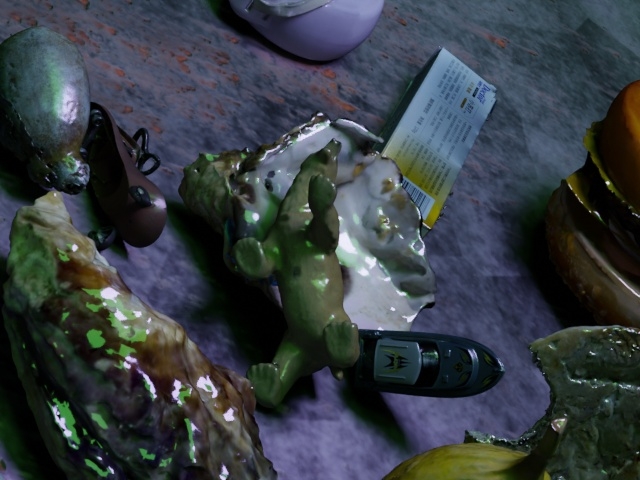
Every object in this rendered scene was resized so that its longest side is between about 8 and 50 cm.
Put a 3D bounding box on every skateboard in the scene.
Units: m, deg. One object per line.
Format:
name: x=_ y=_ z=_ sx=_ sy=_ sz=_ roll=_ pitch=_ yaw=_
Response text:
skateboard: x=-0.168 y=-0.058 z=1.459 sx=0.080 sy=0.067 sz=0.151 roll=17 pitch=37 yaw=-44

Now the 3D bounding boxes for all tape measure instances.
tape measure: x=-0.014 y=-0.283 z=1.798 sx=0.178 sy=0.105 sz=0.196 roll=21 pitch=39 yaw=-28

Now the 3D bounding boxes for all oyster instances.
oyster: x=-0.131 y=0.111 z=1.281 sx=0.271 sy=0.100 sz=0.275 roll=38 pitch=28 yaw=-32
oyster: x=0.000 y=0.000 z=1.530 sx=0.214 sy=0.083 sz=0.222 roll=-19 pitch=90 yaw=-32

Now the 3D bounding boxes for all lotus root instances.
lotus root: x=-0.234 y=-0.112 z=1.427 sx=0.088 sy=0.088 sz=0.165 roll=9 pitch=54 yaw=-38

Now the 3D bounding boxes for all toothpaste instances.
toothpaste: x=0.103 y=-0.094 z=1.740 sx=0.089 sy=0.071 sz=0.313 roll=36 pitch=36 yaw=-4

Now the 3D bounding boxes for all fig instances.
fig: x=0.127 y=0.203 z=1.300 sx=0.159 sy=0.257 sz=0.159 roll=12 pitch=51 yaw=-15

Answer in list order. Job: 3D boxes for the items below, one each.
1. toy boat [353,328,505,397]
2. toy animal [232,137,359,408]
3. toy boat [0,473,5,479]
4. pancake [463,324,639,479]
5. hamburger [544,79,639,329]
toy boat: x=0.095 y=0.107 z=1.463 sx=0.060 sy=0.141 sz=0.055 roll=13 pitch=81 yaw=-61
toy animal: x=-0.008 y=0.025 z=1.432 sx=0.101 sy=0.103 sz=0.218 roll=-8 pitch=89 yaw=-68
toy boat: x=-0.327 y=0.113 z=1.071 sx=0.330 sy=0.123 sz=0.215 roll=46 pitch=37 yaw=3
pancake: x=0.240 y=0.195 z=1.448 sx=0.254 sy=0.253 sz=0.037 roll=33 pitch=4 yaw=-13
hamburger: x=0.373 y=-0.010 z=1.773 sx=0.291 sy=0.225 sz=0.291 roll=24 pitch=33 yaw=-17
